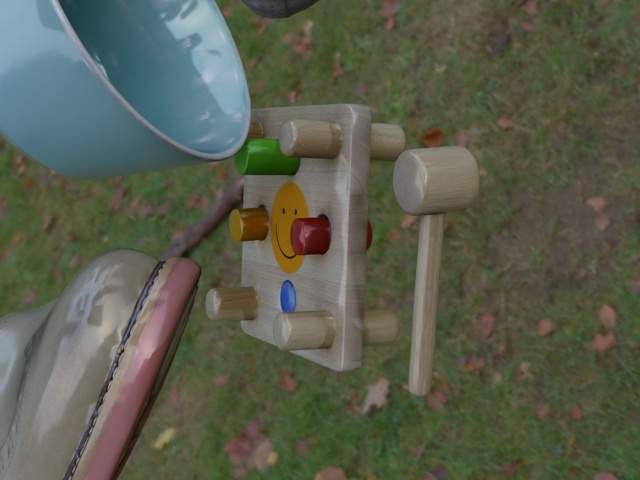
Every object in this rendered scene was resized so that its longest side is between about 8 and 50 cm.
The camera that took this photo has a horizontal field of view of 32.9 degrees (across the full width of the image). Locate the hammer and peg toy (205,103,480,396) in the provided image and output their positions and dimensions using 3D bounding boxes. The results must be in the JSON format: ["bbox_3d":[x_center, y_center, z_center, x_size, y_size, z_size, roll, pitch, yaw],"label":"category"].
[{"bbox_3d":[0.000,0.000,1.062,0.361,0.127,0.265,13,102,63],"label":"hammer and peg toy"}]

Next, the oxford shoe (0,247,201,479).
[{"bbox_3d":[-0.174,0.093,0.527,0.348,0.130,0.123,-43,18,42],"label":"oxford shoe"}]

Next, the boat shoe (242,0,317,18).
[{"bbox_3d":[-0.015,-0.178,0.502,0.081,0.068,0.227,0,36,6],"label":"boat shoe"}]

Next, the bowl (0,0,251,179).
[{"bbox_3d":[-0.222,-0.181,1.027,0.163,0.311,0.311,-26,47,21],"label":"bowl"}]
